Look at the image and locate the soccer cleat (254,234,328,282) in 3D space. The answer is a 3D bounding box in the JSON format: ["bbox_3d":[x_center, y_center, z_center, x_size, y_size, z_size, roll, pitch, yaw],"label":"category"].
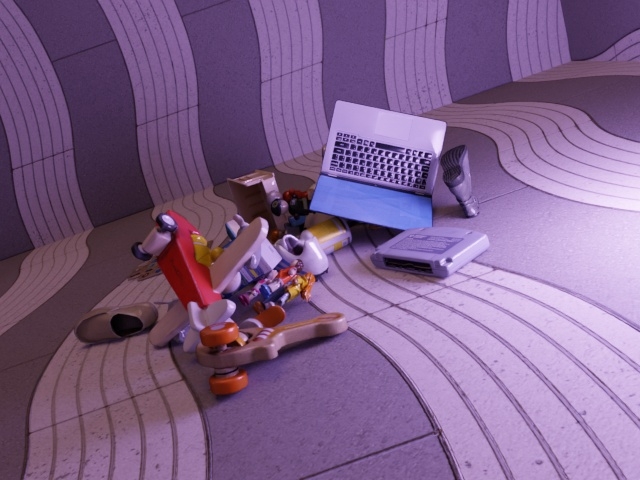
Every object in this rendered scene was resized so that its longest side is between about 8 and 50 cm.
[{"bbox_3d":[-0.117,0.049,1.852,0.331,0.143,0.116,-5,23,38],"label":"soccer cleat"}]

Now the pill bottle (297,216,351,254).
[{"bbox_3d":[0.000,0.000,1.940,0.184,0.103,0.103,-25,18,-19],"label":"pill bottle"}]

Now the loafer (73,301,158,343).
[{"bbox_3d":[-0.634,0.253,1.851,0.269,0.101,0.092,-17,12,5],"label":"loafer"}]

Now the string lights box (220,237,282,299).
[{"bbox_3d":[-0.255,0.076,1.799,0.260,0.133,0.076,-34,9,31],"label":"string lights box"}]

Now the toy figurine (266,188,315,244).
[{"bbox_3d":[-0.104,-0.064,2.056,0.148,0.209,0.213,-3,18,-13],"label":"toy figurine"}]

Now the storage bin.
[{"bbox_3d":[-0.220,-0.116,2.258,0.123,0.262,0.260,-23,18,-18],"label":"storage bin"}]

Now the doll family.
[{"bbox_3d":[-0.103,0.139,1.670,0.163,0.118,0.263,-37,6,-29],"label":"doll family"}]

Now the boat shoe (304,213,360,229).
[{"bbox_3d":[0.058,-0.080,2.096,0.097,0.116,0.324,9,-19,-32],"label":"boat shoe"}]

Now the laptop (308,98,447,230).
[{"bbox_3d":[0.194,-0.243,1.925,0.382,0.407,0.236,12,-2,1],"label":"laptop"}]

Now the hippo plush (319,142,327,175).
[{"bbox_3d":[0.126,-0.264,2.530,0.237,0.234,0.294,-3,-26,-4],"label":"hippo plush"}]

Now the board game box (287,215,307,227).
[{"bbox_3d":[-0.056,-0.095,2.327,0.160,0.039,0.211,-22,7,-9],"label":"board game box"}]

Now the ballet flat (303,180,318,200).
[{"bbox_3d":[0.050,-0.197,2.371,0.316,0.106,0.107,-3,1,5],"label":"ballet flat"}]

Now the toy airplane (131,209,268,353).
[{"bbox_3d":[-0.302,0.115,1.625,0.386,0.384,0.272,4,-3,33],"label":"toy airplane"}]

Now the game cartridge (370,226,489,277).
[{"bbox_3d":[0.298,0.024,1.646,0.196,0.060,0.294,-33,22,-28],"label":"game cartridge"}]

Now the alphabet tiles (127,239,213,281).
[{"bbox_3d":[-0.613,0.079,2.498,0.343,0.011,0.285,-18,18,3],"label":"alphabet tiles"}]

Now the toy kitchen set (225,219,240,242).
[{"bbox_3d":[-0.302,0.066,1.943,0.166,0.207,0.122,-26,53,-18],"label":"toy kitchen set"}]

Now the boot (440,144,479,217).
[{"bbox_3d":[0.445,-0.183,1.905,0.084,0.161,0.246,-20,30,28],"label":"boot"}]

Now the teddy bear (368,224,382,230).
[{"bbox_3d":[0.215,-0.146,2.145,0.245,0.113,0.338,-13,18,25],"label":"teddy bear"}]

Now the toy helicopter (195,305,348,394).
[{"bbox_3d":[-0.112,0.225,1.414,0.355,0.140,0.235,-12,7,-11],"label":"toy helicopter"}]
